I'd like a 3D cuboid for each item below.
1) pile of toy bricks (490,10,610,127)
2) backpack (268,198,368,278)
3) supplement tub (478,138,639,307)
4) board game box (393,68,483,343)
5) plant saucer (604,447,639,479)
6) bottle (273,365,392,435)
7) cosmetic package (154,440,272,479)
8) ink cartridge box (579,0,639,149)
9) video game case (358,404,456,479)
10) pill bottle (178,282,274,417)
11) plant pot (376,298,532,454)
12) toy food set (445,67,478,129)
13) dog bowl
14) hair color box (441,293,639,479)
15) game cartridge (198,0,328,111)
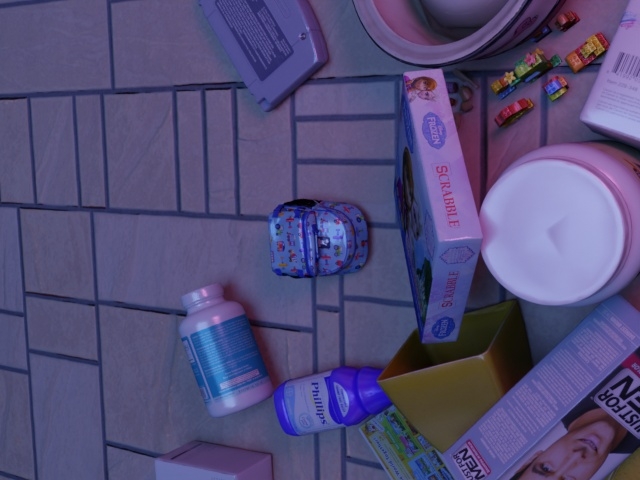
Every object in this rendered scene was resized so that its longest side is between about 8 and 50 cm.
[{"bbox_3d":[0.350,-0.283,1.358,0.212,0.105,0.118,-38,77,30],"label":"pile of toy bricks"},{"bbox_3d":[0.000,0.000,1.611,0.173,0.117,0.158,5,101,28],"label":"backpack"},{"bbox_3d":[0.385,-0.030,1.244,0.236,0.325,0.235,5,100,31],"label":"supplement tub"},{"bbox_3d":[0.176,-0.047,1.327,0.066,0.318,0.318,-6,56,-2],"label":"board game box"},{"bbox_3d":[0.574,0.438,1.345,0.333,0.081,0.332,26,109,26],"label":"plant saucer"},{"bbox_3d":[0.042,0.309,1.643,0.283,0.092,0.118,-19,84,32],"label":"bottle"},{"bbox_3d":[-0.226,0.577,1.822,0.225,0.138,0.223,2,98,33],"label":"cosmetic package"},{"bbox_3d":[0.544,-0.269,1.199,0.226,0.131,0.306,26,98,25],"label":"ink cartridge box"},{"bbox_3d":[0.208,0.406,1.597,0.206,0.026,0.227,-40,77,29],"label":"video game case"},{"bbox_3d":[-0.207,0.227,1.753,0.146,0.146,0.263,-23,85,32],"label":"pill bottle"},{"bbox_3d":[0.260,0.251,1.447,0.212,0.212,0.187,-22,100,32],"label":"plant pot"},{"bbox_3d":[0.233,-0.242,1.489,0.078,0.019,0.122,44,125,19],"label":"toy food set"},{"bbox_3d":[0.236,-0.473,1.327,0.408,0.150,0.407,3,94,47],"label":"dog bowl"},{"bbox_3d":[0.392,0.278,1.294,0.374,0.185,0.113,-46,33,9],"label":"hair color box"},{"bbox_3d":[-0.112,-0.429,1.652,0.196,0.060,0.294,-36,78,34],"label":"game cartridge"}]
